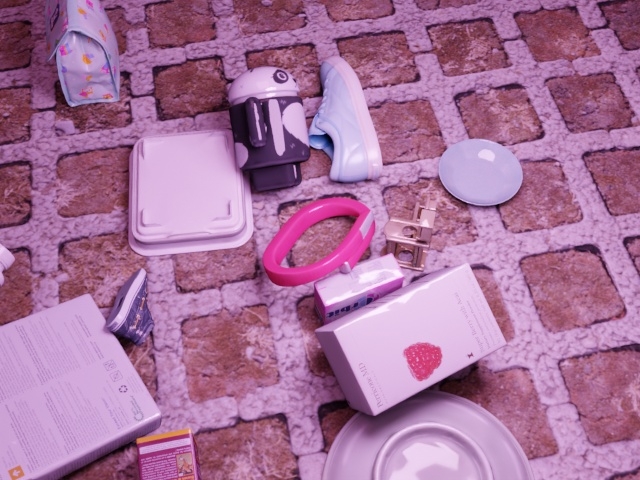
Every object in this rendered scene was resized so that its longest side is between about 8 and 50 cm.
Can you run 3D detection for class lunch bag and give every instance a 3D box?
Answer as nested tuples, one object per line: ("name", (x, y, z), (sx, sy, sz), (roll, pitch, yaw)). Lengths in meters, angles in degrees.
("lunch bag", (-0.590, -0.497, 1.900), (0.160, 0.262, 0.223), (-9, 59, -6))

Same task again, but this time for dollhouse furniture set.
("dollhouse furniture set", (0.193, -0.052, 1.661), (0.101, 0.181, 0.160), (11, 59, 7))

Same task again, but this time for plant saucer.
("plant saucer", (0.372, -0.152, 1.808), (0.195, 0.037, 0.194), (0, 57, 0))
("plant saucer", (0.201, 0.446, 1.396), (0.401, 0.100, 0.400), (0, 58, 0))

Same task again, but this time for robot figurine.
("robot figurine", (-0.113, -0.254, 1.755), (0.174, 0.209, 0.278), (-11, 94, -25))

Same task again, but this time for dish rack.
("dish rack", (-0.305, -0.129, 1.780), (0.286, 0.072, 0.332), (-5, 59, -4))

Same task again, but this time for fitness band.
("fitness band", (0.000, 0.000, 1.644), (0.209, 0.054, 0.291), (-1, 35, 32))

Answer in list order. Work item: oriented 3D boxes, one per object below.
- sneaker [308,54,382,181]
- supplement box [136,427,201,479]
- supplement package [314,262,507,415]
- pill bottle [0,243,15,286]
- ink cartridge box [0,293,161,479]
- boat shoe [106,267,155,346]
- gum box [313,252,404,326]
("sneaker", (0.031, -0.296, 1.845), (0.150, 0.135, 0.365), (-11, 57, -10))
("supplement box", (-0.269, 0.451, 1.405), (0.104, 0.080, 0.188), (-10, 58, -7))
("supplement package", (0.167, 0.188, 1.482), (0.293, 0.175, 0.177), (-25, 89, -14))
("pill bottle", (-0.738, 0.090, 1.620), (0.108, 0.108, 0.193), (25, 62, 15))
("ink cartridge box", (-0.526, 0.291, 1.477), (0.330, 0.071, 0.324), (-23, 60, -29))
("boat shoe", (-0.384, 0.141, 1.618), (0.065, 0.083, 0.183), (-34, 26, 28))
("gum box", (0.083, 0.104, 1.607), (0.189, 0.107, 0.062), (-20, 60, -12))
